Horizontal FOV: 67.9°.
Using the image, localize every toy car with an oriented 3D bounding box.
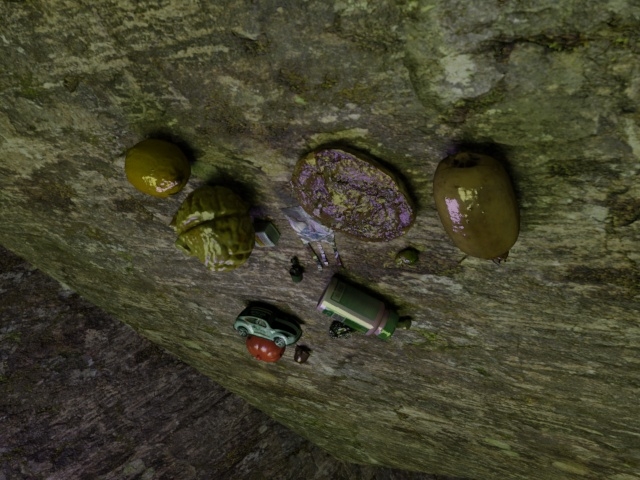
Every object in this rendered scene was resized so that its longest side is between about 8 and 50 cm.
[{"bbox_3d":[-0.228,0.352,2.052,0.305,0.136,0.125,11,122,20],"label":"toy car"}]

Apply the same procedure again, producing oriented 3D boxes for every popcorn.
[{"bbox_3d":[-0.327,-0.036,1.471,0.270,0.224,0.258,29,115,-2],"label":"popcorn"}]

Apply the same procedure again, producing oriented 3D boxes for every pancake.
[{"bbox_3d":[0.081,-0.112,1.278,0.356,0.065,0.356,16,144,12],"label":"pancake"}]

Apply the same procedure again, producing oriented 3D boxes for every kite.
[{"bbox_3d":[-0.001,0.002,1.526,0.169,0.015,0.310,0,138,32],"label":"kite"}]

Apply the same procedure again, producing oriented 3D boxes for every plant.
[{"bbox_3d":[-0.088,0.104,1.691,0.051,0.051,0.102,12,139,19],"label":"plant"}]

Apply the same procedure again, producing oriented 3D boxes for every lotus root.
[{"bbox_3d":[0.362,-0.055,1.085,0.169,0.151,0.343,-1,135,35],"label":"lotus root"}]

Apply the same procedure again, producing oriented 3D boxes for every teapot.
[{"bbox_3d":[-0.101,0.535,2.247,0.085,0.080,0.110,32,177,21],"label":"teapot"}]

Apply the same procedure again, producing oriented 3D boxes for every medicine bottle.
[{"bbox_3d":[0.132,0.243,1.658,0.274,0.133,0.133,27,146,-1],"label":"medicine bottle"},{"bbox_3d":[-0.204,-0.019,1.596,0.118,0.055,0.074,-2,139,35],"label":"medicine bottle"}]

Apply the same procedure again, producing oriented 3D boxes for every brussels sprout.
[{"bbox_3d":[0.249,0.054,1.403,0.051,0.046,0.083,47,142,-18],"label":"brussels sprout"}]

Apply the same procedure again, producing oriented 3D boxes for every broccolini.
[{"bbox_3d":[0.174,0.338,1.808,0.078,0.074,0.392,36,147,-27],"label":"broccolini"}]

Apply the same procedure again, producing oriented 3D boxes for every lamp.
[{"bbox_3d":[-0.255,0.484,2.212,0.187,0.164,0.188,20,147,14],"label":"lamp"}]

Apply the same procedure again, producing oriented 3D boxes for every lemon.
[{"bbox_3d":[-0.485,-0.214,1.416,0.193,0.181,0.180,-10,132,41],"label":"lemon"}]
